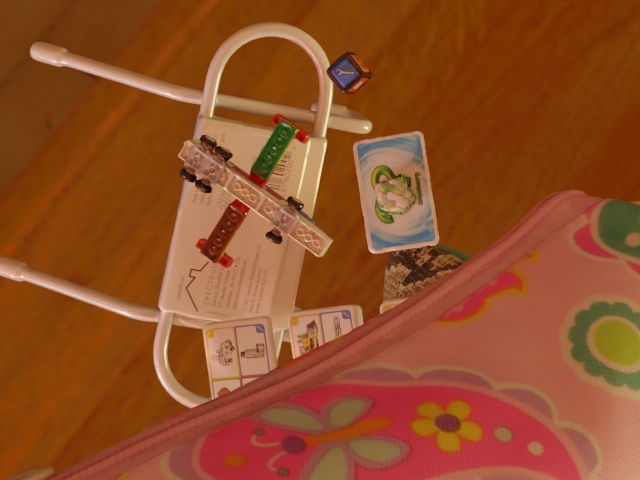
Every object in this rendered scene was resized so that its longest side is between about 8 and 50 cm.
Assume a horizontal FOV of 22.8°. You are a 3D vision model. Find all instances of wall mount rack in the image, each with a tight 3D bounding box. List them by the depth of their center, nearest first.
[{"bbox_3d":[-0.124,-0.036,1.411,0.304,0.130,0.350,10,101,-13],"label":"wall mount rack"}]

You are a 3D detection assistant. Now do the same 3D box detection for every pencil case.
[{"bbox_3d":[-0.001,0.084,0.427,0.284,0.124,0.124,-24,60,-27],"label":"pencil case"}]

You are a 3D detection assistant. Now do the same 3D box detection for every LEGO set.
[{"bbox_3d":[0.000,0.000,1.085,0.182,0.060,0.244,-9,91,19],"label":"LEGO set"}]

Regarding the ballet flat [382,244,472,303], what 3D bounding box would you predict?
[{"bbox_3d":[0.170,0.157,1.237,0.182,0.164,0.483,-31,48,-29],"label":"ballet flat"}]
